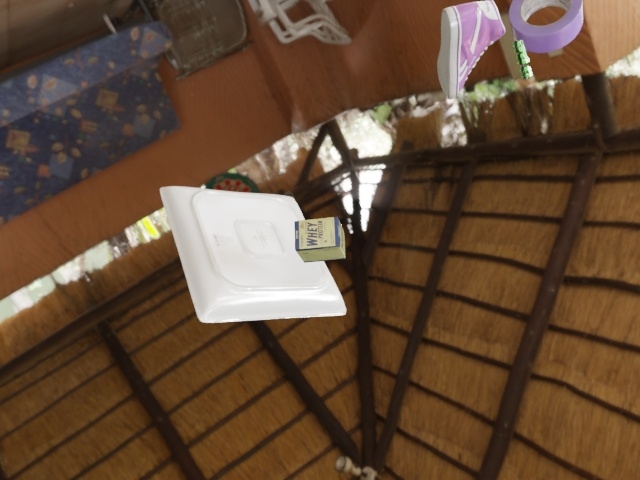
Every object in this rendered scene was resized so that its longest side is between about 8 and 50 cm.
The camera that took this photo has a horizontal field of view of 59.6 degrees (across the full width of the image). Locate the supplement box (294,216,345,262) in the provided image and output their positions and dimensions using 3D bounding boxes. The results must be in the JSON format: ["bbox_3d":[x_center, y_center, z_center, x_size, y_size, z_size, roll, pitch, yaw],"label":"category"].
[{"bbox_3d":[0.000,0.000,1.036,0.083,0.056,0.083,-6,160,9],"label":"supplement box"}]

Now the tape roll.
[{"bbox_3d":[0.628,-0.626,1.557,0.188,0.080,0.189,-9,-112,23],"label":"tape roll"}]

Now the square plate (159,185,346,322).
[{"bbox_3d":[-0.134,0.012,1.178,0.343,0.347,0.049,3,137,-37],"label":"square plate"}]

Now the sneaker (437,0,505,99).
[{"bbox_3d":[0.388,-0.477,1.420,0.160,0.282,0.102,-16,-117,-2],"label":"sneaker"}]

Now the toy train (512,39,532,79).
[{"bbox_3d":[0.422,-0.378,1.165,0.023,0.083,0.017,-26,-165,-20],"label":"toy train"}]
